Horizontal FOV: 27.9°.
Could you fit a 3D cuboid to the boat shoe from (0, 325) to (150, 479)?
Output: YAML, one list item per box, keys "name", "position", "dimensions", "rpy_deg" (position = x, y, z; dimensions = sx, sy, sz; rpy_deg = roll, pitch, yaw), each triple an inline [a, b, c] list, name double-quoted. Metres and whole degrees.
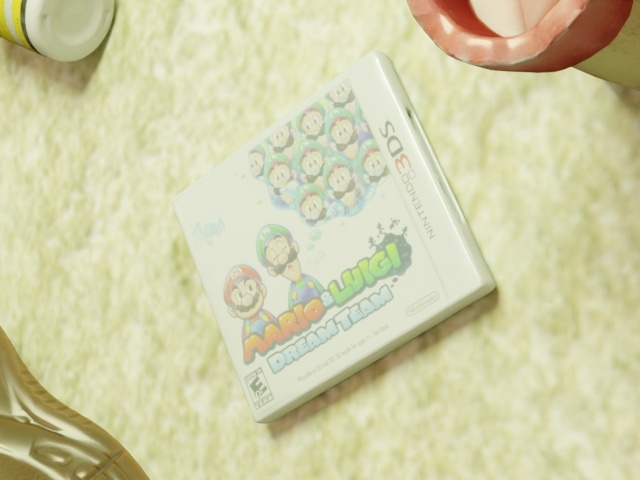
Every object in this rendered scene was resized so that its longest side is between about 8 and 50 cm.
- name: "boat shoe"
  position: [-0.177, 0.157, 0.749]
  dimensions: [0.341, 0.121, 0.110]
  rpy_deg: [49, 149, 31]

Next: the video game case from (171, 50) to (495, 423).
- name: "video game case"
  position: [0.000, 0.000, 0.687]
  dimensions: [0.157, 0.019, 0.143]
  rpy_deg: [-34, 67, 27]

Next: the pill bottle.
- name: "pill bottle"
  position: [-0.189, -0.157, 0.804]
  dimensions: [0.116, 0.065, 0.065]
  rpy_deg: [25, 99, 34]

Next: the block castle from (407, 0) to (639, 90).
- name: "block castle"
  position: [0.132, -0.309, 0.511]
  dimensions: [0.303, 0.213, 0.453]
  rpy_deg: [-22, 74, 31]
